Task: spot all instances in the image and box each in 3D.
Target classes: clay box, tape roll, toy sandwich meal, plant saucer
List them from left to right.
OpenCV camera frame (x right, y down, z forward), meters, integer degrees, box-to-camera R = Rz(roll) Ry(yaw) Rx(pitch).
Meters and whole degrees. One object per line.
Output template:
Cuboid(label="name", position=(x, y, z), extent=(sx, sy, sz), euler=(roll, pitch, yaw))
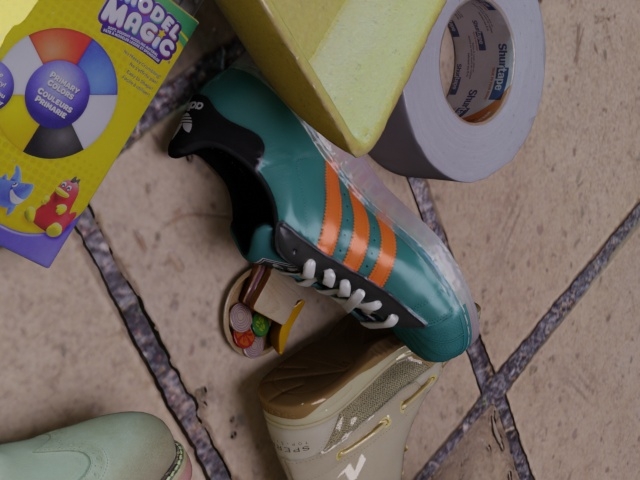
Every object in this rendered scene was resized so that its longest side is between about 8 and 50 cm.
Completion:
Cuboid(label="clay box", position=(-0.171, -0.108, 0.647), extent=(0.127, 0.053, 0.222), euler=(33, 88, -44))
Cuboid(label="toy sandwich meal", position=(-0.044, 0.058, 0.851), extent=(0.086, 0.029, 0.085), euler=(-9, 103, -44))
Cuboid(label="plant saucer", position=(-0.020, -0.277, 0.728), extent=(0.332, 0.081, 0.332), euler=(56, 44, -32))
Cuboid(label="tape roll", position=(0.118, -0.165, 0.948), extent=(0.219, 0.072, 0.219), euler=(-8, 102, -44))

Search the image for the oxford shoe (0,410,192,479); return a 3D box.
Cuboid(label="oxford shoe", position=(-0.243, 0.154, 0.594), extent=(0.397, 0.141, 0.146), euler=(-15, 100, -45))

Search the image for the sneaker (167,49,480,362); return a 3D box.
Cuboid(label="sneaker", position=(0.000, 0.000, 0.810), extent=(0.121, 0.108, 0.302), euler=(-45, 104, -23))

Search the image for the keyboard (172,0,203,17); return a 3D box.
Cuboid(label="keyboard", position=(-0.078, -0.251, 0.759), extent=(0.072, 0.014, 0.256), euler=(46, 59, -39))

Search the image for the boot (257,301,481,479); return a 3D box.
Cuboid(label="boot", position=(0.057, 0.172, 0.929), extent=(0.262, 0.095, 0.203), euler=(-28, 119, -45))
